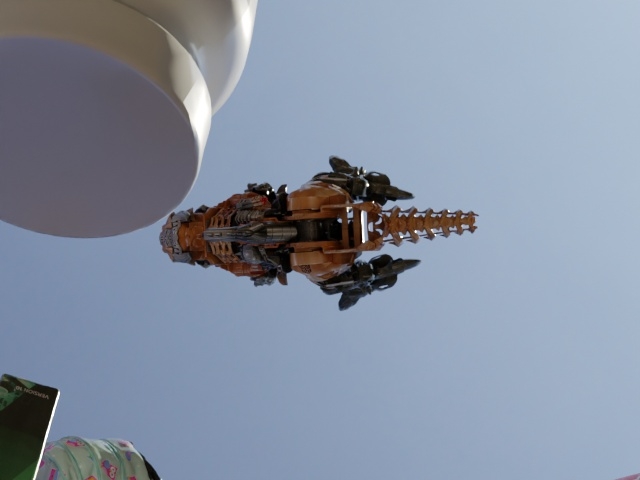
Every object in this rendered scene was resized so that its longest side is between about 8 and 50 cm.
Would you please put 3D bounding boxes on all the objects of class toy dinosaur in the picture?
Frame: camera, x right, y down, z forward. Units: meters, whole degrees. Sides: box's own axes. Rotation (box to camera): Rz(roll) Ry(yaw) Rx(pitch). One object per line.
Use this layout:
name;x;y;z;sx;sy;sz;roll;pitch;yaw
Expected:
toy dinosaur;0.000;0.000;1.531;0.322;0.164;0.218;20;-172;25

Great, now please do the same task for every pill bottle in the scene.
pill bottle;-0.143;-0.190;0.991;0.210;0.210;0.362;17;-132;-13

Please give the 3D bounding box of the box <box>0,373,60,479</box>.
box;-0.281;0.288;1.135;0.059;0.232;0.322;17;-149;-10

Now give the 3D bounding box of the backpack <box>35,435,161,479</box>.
backpack;-0.214;0.267;1.329;0.115;0.182;0.152;6;-171;-45

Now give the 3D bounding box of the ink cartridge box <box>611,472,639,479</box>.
ink cartridge box;0.145;0.262;0.939;0.172;0.237;0.100;62;-148;-10
